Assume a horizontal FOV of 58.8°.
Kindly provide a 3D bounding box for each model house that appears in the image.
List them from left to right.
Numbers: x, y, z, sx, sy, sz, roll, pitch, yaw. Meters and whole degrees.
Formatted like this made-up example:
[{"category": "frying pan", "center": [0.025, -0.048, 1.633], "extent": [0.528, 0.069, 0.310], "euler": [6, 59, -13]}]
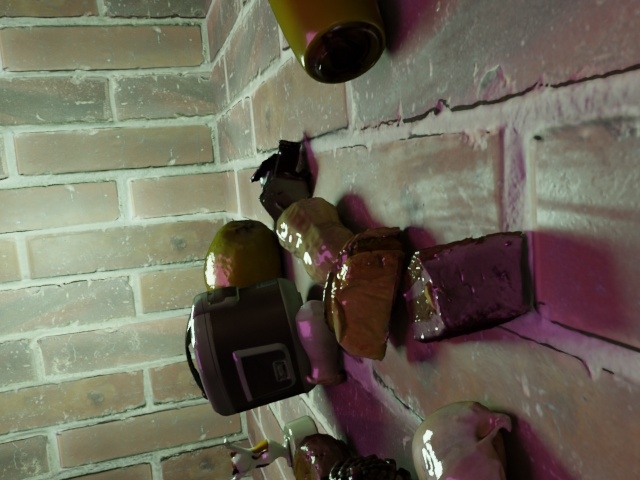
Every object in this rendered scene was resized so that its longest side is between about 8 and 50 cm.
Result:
[{"category": "model house", "center": [-0.093, -0.167, 1.488], "extent": [0.203, 0.141, 0.164], "euler": [-39, 34, 47]}]

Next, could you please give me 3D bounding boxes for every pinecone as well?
[{"category": "pinecone", "center": [0.083, 0.486, 0.999], "extent": [0.207, 0.207, 0.208], "euler": [173, 90, -73]}]

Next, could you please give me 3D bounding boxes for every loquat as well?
[{"category": "loquat", "center": [-0.253, 0.080, 1.848], "extent": [0.276, 0.275, 0.284], "euler": [-131, 40, -62]}]

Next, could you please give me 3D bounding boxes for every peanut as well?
[{"category": "peanut", "center": [0.000, 0.000, 1.176], "extent": [0.313, 0.149, 0.149], "euler": [-126, 33, -59]}]

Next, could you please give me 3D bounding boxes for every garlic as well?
[{"category": "garlic", "center": [0.183, 0.321, 0.741], "extent": [0.217, 0.110, 0.228], "euler": [-142, 47, -72]}]

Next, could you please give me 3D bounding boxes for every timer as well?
[{"category": "timer", "center": [-0.144, 0.625, 1.662], "extent": [0.175, 0.265, 0.175], "euler": [174, 90, -74]}]

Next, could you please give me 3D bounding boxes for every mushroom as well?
[{"category": "mushroom", "center": [-0.001, 0.244, 1.331], "extent": [0.088, 0.096, 0.213], "euler": [-165, 67, -65]}]

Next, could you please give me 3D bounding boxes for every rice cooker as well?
[{"category": "rice cooker", "center": [-0.186, 0.276, 1.485], "extent": [0.335, 0.325, 0.336], "euler": [166, 90, -85]}]

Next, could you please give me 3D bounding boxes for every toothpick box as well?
[{"category": "toothpick box", "center": [0.005, -0.394, 0.937], "extent": [0.175, 0.174, 0.272], "euler": [113, 143, -59]}]

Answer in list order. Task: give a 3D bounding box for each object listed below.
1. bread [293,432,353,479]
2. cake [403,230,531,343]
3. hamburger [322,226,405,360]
[{"category": "bread", "center": [0.019, 0.573, 1.355], "extent": [0.230, 0.122, 0.230], "euler": [175, 90, -68]}, {"category": "cake", "center": [0.155, 0.072, 0.753], "extent": [0.295, 0.112, 0.116], "euler": [120, 143, -72]}, {"category": "hamburger", "center": [0.070, 0.093, 0.977], "extent": [0.124, 0.130, 0.262], "euler": [-86, 1, -56]}]
